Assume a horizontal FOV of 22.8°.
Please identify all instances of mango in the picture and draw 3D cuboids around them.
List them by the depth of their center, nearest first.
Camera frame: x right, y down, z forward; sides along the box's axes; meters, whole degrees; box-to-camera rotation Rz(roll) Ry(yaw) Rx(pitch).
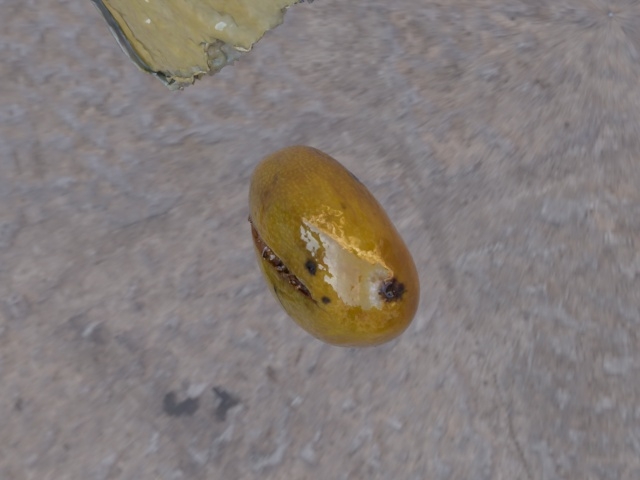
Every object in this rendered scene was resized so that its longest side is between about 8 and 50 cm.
[{"bbox_3d":[-0.005,0.003,1.585,0.120,0.295,0.177,-22,125,-21],"label":"mango"}]

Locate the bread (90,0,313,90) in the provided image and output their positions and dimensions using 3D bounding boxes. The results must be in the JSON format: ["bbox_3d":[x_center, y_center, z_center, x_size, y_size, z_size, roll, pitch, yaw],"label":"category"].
[{"bbox_3d":[-0.023,-0.110,0.436,0.125,0.082,0.106,-18,109,50],"label":"bread"}]
